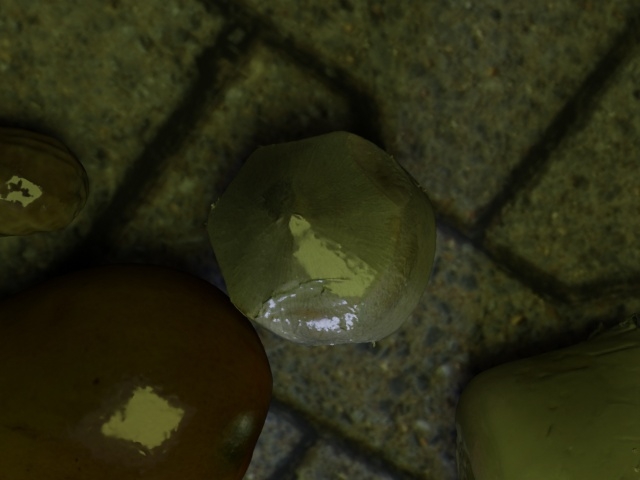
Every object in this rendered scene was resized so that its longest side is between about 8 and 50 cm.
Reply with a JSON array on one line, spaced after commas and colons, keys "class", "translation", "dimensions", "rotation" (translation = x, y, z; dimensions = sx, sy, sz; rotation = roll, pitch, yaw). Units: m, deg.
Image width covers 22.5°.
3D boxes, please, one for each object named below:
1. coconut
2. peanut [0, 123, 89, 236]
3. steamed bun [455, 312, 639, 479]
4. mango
[{"class": "coconut", "translation": [-0.003, 0.000, 1.171], "dimensions": [0.161, 0.161, 0.162], "rotation": [-42, 149, 8]}, {"class": "peanut", "translation": [-0.260, -0.055, 1.148], "dimensions": [0.192, 0.089, 0.089], "rotation": [23, 107, -16]}, {"class": "steamed bun", "translation": [0.226, 0.215, 1.317], "dimensions": [0.232, 0.166, 0.273], "rotation": [-6, 114, -7]}, {"class": "mango", "translation": [-0.190, 0.129, 1.195], "dimensions": [0.317, 0.173, 0.211], "rotation": [-10, 117, 2]}]
